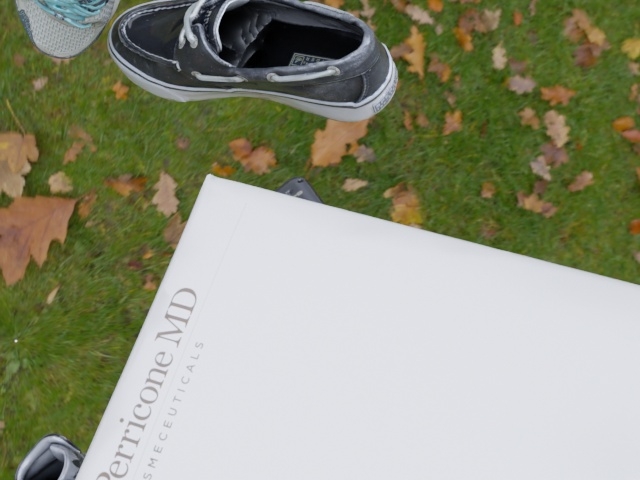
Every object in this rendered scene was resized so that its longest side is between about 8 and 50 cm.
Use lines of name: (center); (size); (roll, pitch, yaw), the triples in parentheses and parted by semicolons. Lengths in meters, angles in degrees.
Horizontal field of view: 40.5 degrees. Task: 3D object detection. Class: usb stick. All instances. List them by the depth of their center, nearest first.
usb stick: (0.000, 0.000, 1.257); (0.077, 0.278, 0.045); (-42, 133, 7)

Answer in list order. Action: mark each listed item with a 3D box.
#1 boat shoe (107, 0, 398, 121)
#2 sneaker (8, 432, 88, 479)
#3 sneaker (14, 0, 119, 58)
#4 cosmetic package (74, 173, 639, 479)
boat shoe: (-0.080, -0.182, 0.789); (0.301, 0.102, 0.108); (17, 77, 24)
sneaker: (-0.273, 0.301, 1.111); (0.268, 0.153, 0.101); (-18, 55, -4)
sneaker: (-0.210, -0.234, 0.706); (0.110, 0.283, 0.122); (13, 57, -17)
cosmetic package: (0.085, 0.119, 0.459); (0.365, 0.155, 0.197); (14, 68, 11)
